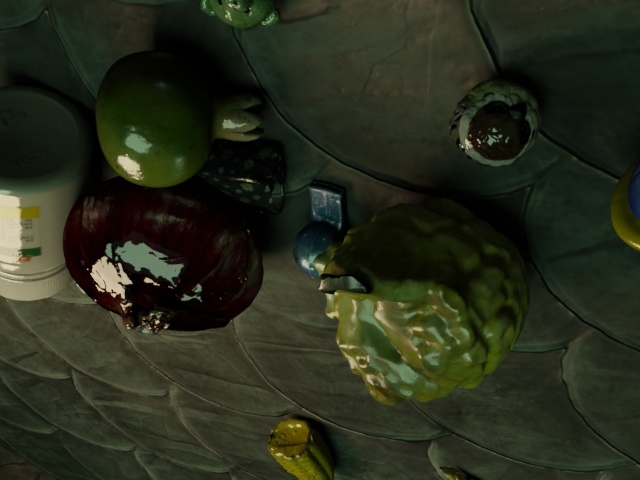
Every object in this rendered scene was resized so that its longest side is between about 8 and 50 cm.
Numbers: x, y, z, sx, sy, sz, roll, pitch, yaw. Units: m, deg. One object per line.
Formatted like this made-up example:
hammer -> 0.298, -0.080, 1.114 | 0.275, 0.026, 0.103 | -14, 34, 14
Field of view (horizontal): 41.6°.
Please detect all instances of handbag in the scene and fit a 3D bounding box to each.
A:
handbag -> -0.097, -0.079, 1.202 | 0.115, 0.072, 0.139 | 9, 151, 27

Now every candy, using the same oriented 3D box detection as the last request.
candy -> -0.025, 0.450, 1.734 | 0.106, 0.094, 0.199 | 2, 142, 31

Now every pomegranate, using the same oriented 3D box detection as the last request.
pomegranate -> -0.189, -0.150, 1.081 | 0.211, 0.179, 0.179 | 15, 141, 17

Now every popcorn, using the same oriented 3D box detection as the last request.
popcorn -> 0.123, 0.073, 1.081 | 0.293, 0.237, 0.293 | 15, 141, 12

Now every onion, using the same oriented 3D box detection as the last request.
onion -> -0.238, 0.037, 1.261 | 0.314, 0.232, 0.314 | 12, 154, 6

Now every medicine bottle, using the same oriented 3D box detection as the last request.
medicine bottle -> -0.472, -0.060, 1.343 | 0.208, 0.208, 0.339 | 28, 143, 3

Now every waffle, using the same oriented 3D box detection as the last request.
waffle -> 0.322, 0.477, 1.579 | 0.125, 0.032, 0.191 | -11, 128, 43

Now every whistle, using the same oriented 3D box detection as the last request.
whistle -> 0.000, 0.000, 1.204 | 0.090, 0.090, 0.158 | 15, 141, 19

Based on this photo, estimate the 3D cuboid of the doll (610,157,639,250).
doll -> 0.444, -0.014, 0.832 | 0.311, 0.159, 0.242 | -8, 128, 35

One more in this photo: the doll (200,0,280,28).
doll -> -0.089, -0.303, 0.931 | 0.115, 0.077, 0.150 | 13, 129, 5

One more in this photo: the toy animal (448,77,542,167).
toy animal -> 0.182, -0.118, 0.939 | 0.098, 0.098, 0.137 | 38, 142, -11
